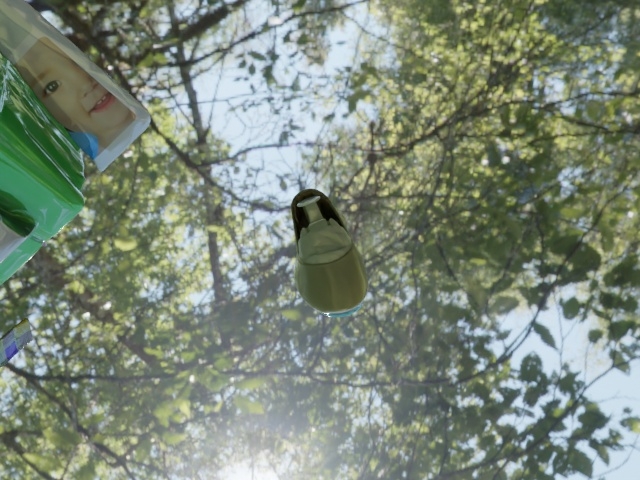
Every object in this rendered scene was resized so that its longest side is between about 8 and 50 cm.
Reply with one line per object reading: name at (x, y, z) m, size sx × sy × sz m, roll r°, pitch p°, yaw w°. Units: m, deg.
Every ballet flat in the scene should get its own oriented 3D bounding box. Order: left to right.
ballet flat at (0.000, 0.000, 0.769) m, size 0.086 × 0.086 × 0.248 m, roll -5°, pitch -156°, yaw -6°

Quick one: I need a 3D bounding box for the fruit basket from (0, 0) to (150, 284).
fruit basket at (-0.337, -0.074, 0.377) m, size 0.327 × 0.353 × 0.165 m, roll -40°, pitch -135°, yaw 8°

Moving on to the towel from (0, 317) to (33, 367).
towel at (-0.538, 0.179, 1.126) m, size 0.009 × 0.060 × 0.083 m, roll 19°, pitch -146°, yaw 13°

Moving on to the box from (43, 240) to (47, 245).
box at (-0.454, -0.117, 0.798) m, size 0.213 × 0.117 × 0.243 m, roll -3°, pitch -121°, yaw -8°
